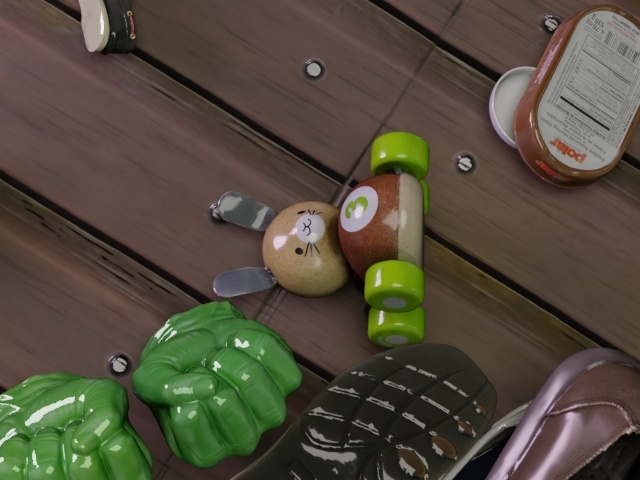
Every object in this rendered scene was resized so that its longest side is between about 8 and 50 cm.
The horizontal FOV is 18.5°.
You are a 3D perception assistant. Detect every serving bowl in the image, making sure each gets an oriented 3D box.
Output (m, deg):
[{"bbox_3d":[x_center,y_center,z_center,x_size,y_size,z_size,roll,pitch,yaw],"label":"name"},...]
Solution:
[{"bbox_3d":[0.191,-0.118,1.830,0.083,0.027,0.083,7,72,-22],"label":"serving bowl"}]

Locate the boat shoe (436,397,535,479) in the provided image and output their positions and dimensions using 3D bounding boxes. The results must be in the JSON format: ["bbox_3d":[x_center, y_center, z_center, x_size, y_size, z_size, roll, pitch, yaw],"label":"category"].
[{"bbox_3d":[0.194,0.189,1.724,0.258,0.084,0.095,-37,83,-15],"label":"boat shoe"}]

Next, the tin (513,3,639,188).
[{"bbox_3d":[0.249,-0.136,1.825,0.106,0.040,0.189,31,65,-8],"label":"tin"}]

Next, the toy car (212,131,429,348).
[{"bbox_3d":[0.000,0.000,1.728,0.188,0.149,0.155,1,63,4],"label":"toy car"}]

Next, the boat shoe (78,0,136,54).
[{"bbox_3d":[-0.198,-0.231,1.806,0.042,0.049,0.133,4,65,-36],"label":"boat shoe"}]

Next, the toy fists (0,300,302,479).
[{"bbox_3d":[-0.151,0.146,1.648,0.279,0.096,0.142,-23,39,-14],"label":"toy fists"}]

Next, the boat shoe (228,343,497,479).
[{"bbox_3d":[0.006,0.203,1.678,0.324,0.120,0.122,-32,77,-25],"label":"boat shoe"}]

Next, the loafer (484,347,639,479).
[{"bbox_3d":[0.178,0.265,1.623,0.134,0.130,0.366,22,97,-25],"label":"loafer"}]
